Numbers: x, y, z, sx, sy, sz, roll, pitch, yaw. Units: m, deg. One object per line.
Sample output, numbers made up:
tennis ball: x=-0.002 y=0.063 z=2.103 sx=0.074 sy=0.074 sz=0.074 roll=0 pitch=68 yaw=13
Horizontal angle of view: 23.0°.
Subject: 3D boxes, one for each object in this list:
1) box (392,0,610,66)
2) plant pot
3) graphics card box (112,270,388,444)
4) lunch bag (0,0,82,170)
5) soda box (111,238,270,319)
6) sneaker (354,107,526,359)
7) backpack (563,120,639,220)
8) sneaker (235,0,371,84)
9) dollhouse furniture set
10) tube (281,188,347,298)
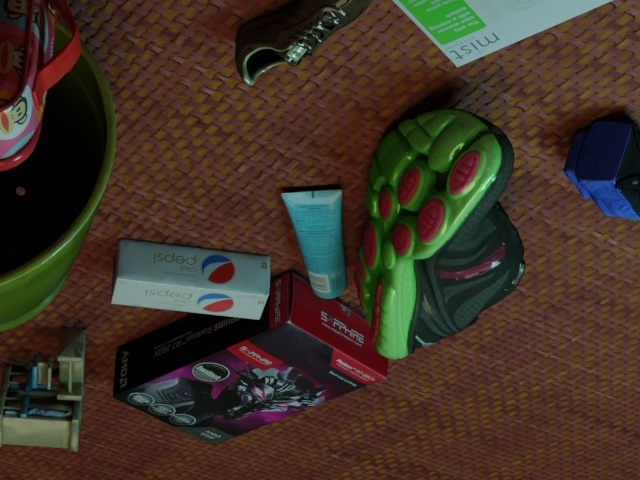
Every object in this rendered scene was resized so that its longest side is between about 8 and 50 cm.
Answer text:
box: x=0.186 y=-0.324 z=1.562 sx=0.262 sy=0.127 sz=0.231 roll=-21 pitch=140 yaw=28
plant pot: x=-0.412 y=-0.052 z=1.820 sx=0.366 sy=0.366 sz=0.353 roll=2 pitch=159 yaw=-4
graphics card box: x=-0.108 y=0.187 z=2.388 sx=0.371 sy=0.094 sz=0.233 roll=-23 pitch=141 yaw=33
lunch bag: x=-0.370 y=-0.205 z=1.590 sx=0.258 sy=0.293 sz=0.120 roll=-1 pitch=143 yaw=1
soda box: x=-0.182 y=0.055 z=2.202 sx=0.216 sy=0.069 sz=0.074 roll=6 pitch=147 yaw=-11
sneaker: x=0.170 y=-0.019 z=2.032 sx=0.202 sy=0.185 sz=0.483 roll=-12 pitch=154 yaw=-15
backpack: x=0.370 y=-0.086 z=1.964 sx=0.101 sy=0.098 sz=0.120 roll=11 pitch=161 yaw=42
sneaker: x=-0.016 y=-0.229 z=1.754 sx=0.188 sy=0.071 sz=0.066 roll=-24 pitch=140 yaw=33
dollhouse furniture set: x=-0.430 y=0.210 z=2.423 sx=0.129 sy=0.129 sz=0.184 roll=4 pitch=123 yaw=-6
tube: x=0.000 y=0.000 z=2.141 sx=0.080 sy=0.052 sz=0.207 roll=-8 pitch=142 yaw=3
